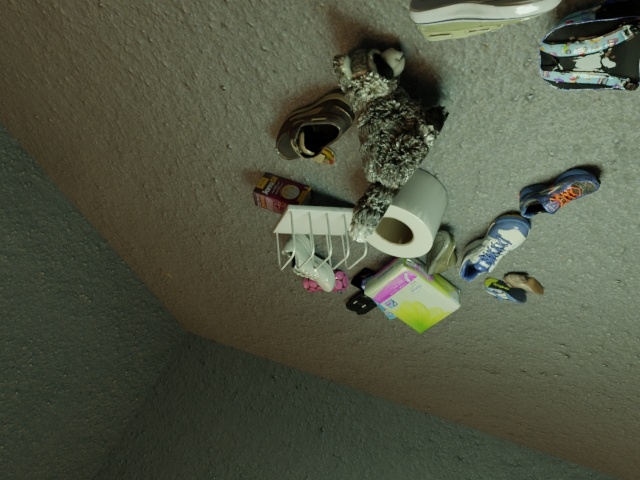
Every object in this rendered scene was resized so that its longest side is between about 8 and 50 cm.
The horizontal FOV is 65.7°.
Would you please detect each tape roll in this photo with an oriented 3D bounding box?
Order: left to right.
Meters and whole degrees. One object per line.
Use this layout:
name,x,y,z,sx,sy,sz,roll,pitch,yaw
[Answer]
tape roll,0.248,-0.087,1.513,0.246,0.169,0.246,21,149,13

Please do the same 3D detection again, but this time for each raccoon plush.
raccoon plush,0.098,-0.246,1.207,0.299,0.446,0.216,31,-178,-2

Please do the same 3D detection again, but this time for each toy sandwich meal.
toy sandwich meal,0.008,-0.266,1.574,0.086,0.029,0.085,20,148,13

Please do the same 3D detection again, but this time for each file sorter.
file sorter,0.000,0.000,1.721,0.278,0.172,0.193,1,157,-22

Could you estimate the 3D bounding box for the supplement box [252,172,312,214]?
supplement box,-0.134,-0.158,1.776,0.188,0.104,0.080,19,148,14

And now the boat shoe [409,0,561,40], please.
boat shoe,0.326,-0.462,0.982,0.303,0.109,0.094,14,163,38

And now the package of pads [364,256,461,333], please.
package of pads,0.351,0.195,1.857,0.297,0.101,0.229,36,127,-14

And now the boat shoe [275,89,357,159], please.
boat shoe,-0.038,-0.312,1.444,0.132,0.130,0.355,40,147,-19

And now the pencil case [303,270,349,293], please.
pencil case,0.025,0.187,2.180,0.209,0.095,0.098,-5,149,46

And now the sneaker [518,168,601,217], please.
sneaker,0.608,-0.109,1.270,0.083,0.087,0.221,37,148,-16

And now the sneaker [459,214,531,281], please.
sneaker,0.529,0.036,1.509,0.112,0.131,0.296,30,148,2

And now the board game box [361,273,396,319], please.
board game box,0.289,0.214,1.984,0.160,0.047,0.210,-27,117,32

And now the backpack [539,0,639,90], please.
backpack,0.513,-0.365,0.937,0.174,0.116,0.158,6,143,31

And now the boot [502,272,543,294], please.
boot,0.672,0.147,1.651,0.118,0.042,0.087,40,154,-16

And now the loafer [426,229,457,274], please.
loafer,0.417,0.040,1.662,0.088,0.094,0.251,0,156,0

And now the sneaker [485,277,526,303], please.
sneaker,0.638,0.180,1.712,0.144,0.053,0.059,26,150,22

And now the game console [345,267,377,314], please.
game console,0.205,0.243,2.160,0.213,0.043,0.361,32,148,-6

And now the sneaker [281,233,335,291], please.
sneaker,-0.055,0.107,2.040,0.297,0.129,0.111,50,139,-12
